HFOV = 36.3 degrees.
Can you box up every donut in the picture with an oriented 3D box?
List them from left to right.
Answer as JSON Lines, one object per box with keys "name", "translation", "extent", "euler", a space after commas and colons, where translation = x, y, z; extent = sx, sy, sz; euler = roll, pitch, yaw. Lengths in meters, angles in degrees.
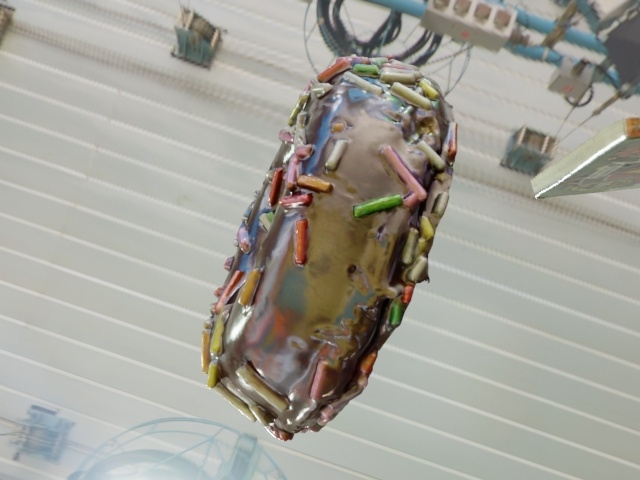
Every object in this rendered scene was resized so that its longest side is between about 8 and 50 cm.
{"name": "donut", "translation": [0.000, 0.000, 0.660], "extent": [0.103, 0.269, 0.270], "euler": [21, -101, -8]}

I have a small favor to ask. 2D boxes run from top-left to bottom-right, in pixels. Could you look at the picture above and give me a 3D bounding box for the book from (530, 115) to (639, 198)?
{"name": "book", "translation": [0.325, -0.069, 0.658], "extent": [0.322, 0.228, 0.018], "euler": [-6, -96, -1]}
